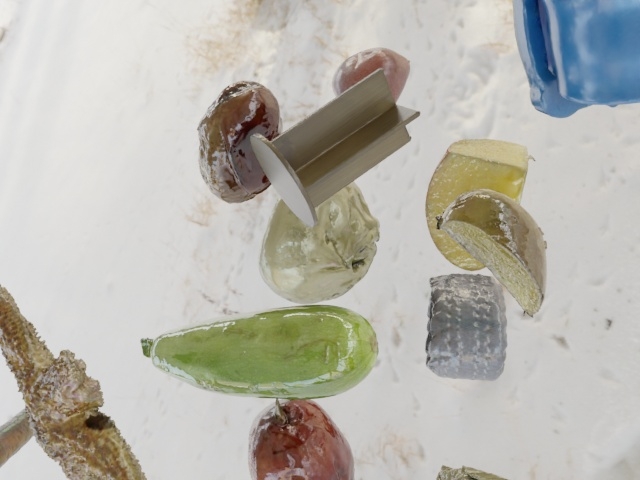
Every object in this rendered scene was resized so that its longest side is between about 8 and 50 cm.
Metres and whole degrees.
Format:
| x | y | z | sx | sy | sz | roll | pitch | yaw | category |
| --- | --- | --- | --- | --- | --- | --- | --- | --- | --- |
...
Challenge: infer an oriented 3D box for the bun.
| x | y | z | sx | sy | sz | roll | pitch | yaw | category |
| --- | --- | --- | --- | --- | --- | --- | --- | --- | --- |
| 0.000 | 0.000 | 1.559 | 0.234 | 0.362 | 0.326 | 28 | 61 | 23 | bun |

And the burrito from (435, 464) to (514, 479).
| x | y | z | sx | sy | sz | roll | pitch | yaw | category |
| --- | --- | --- | --- | --- | --- | --- | --- | --- | --- |
| 0.160 | 0.242 | 0.621 | 0.045 | 0.058 | 0.188 | -50 | 7 | -17 | burrito |

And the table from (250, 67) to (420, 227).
| x | y | z | sx | sy | sz | roll | pitch | yaw | category |
| --- | --- | --- | --- | --- | --- | --- | --- | --- | --- |
| 0.031 | -0.151 | 1.022 | 0.226 | 0.167 | 0.167 | -35 | 41 | -11 | table |

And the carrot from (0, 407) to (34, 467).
| x | y | z | sx | sy | sz | roll | pitch | yaw | category |
| --- | --- | --- | --- | --- | --- | --- | --- | --- | --- |
| -0.627 | 0.398 | 1.311 | 0.070 | 0.070 | 0.260 | -62 | 0 | 11 | carrot |

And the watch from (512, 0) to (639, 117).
| x | y | z | sx | sy | sz | roll | pitch | yaw | category |
| --- | --- | --- | --- | --- | --- | --- | --- | --- | --- |
| 0.408 | -0.270 | 0.780 | 0.305 | 0.241 | 0.274 | -25 | 23 | -7 | watch |

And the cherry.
| x | y | z | sx | sy | sz | roll | pitch | yaw | category |
| --- | --- | --- | --- | --- | --- | --- | --- | --- | --- |
| 0.172 | -0.539 | 2.291 | 0.307 | 0.221 | 0.261 | -33 | 47 | 15 | cherry |

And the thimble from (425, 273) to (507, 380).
| x | y | z | sx | sy | sz | roll | pitch | yaw | category |
| --- | --- | --- | --- | --- | --- | --- | --- | --- | --- |
| 0.321 | 0.192 | 1.485 | 0.172 | 0.205 | 0.236 | 5 | 73 | 4 | thimble |

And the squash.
| x | y | z | sx | sy | sz | roll | pitch | yaw | category |
| --- | --- | --- | --- | --- | --- | --- | --- | --- | --- |
| -0.098 | 0.151 | 0.872 | 0.370 | 0.118 | 0.118 | -8 | 68 | 27 | squash |

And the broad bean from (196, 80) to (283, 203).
| x | y | z | sx | sy | sz | roll | pitch | yaw | category |
| --- | --- | --- | --- | --- | --- | --- | --- | --- | --- |
| -0.142 | -0.172 | 1.188 | 0.122 | 0.156 | 0.229 | 49 | 141 | 37 | broad bean |

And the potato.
| x | y | z | sx | sy | sz | roll | pitch | yaw | category |
| --- | --- | --- | --- | --- | --- | --- | --- | --- | --- |
| 0.334 | -0.002 | 1.154 | 0.138 | 0.243 | 0.098 | -42 | -5 | -29 | potato |

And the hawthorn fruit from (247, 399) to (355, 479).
| x | y | z | sx | sy | sz | roll | pitch | yaw | category |
| --- | --- | --- | --- | --- | --- | --- | --- | --- | --- |
| -0.046 | 0.364 | 1.143 | 0.189 | 0.251 | 0.190 | -16 | 37 | 12 | hawthorn fruit |

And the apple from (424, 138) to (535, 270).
| x | y | z | sx | sy | sz | roll | pitch | yaw | category |
| --- | --- | --- | --- | --- | --- | --- | --- | --- | --- |
| 0.430 | -0.094 | 1.753 | 0.252 | 0.314 | 0.309 | 45 | 135 | 46 | apple |

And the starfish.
| x | y | z | sx | sy | sz | roll | pitch | yaw | category |
| --- | --- | --- | --- | --- | --- | --- | --- | --- | --- |
| -0.197 | 0.125 | 0.494 | 0.240 | 0.043 | 0.227 | 50 | 140 | 22 | starfish |
